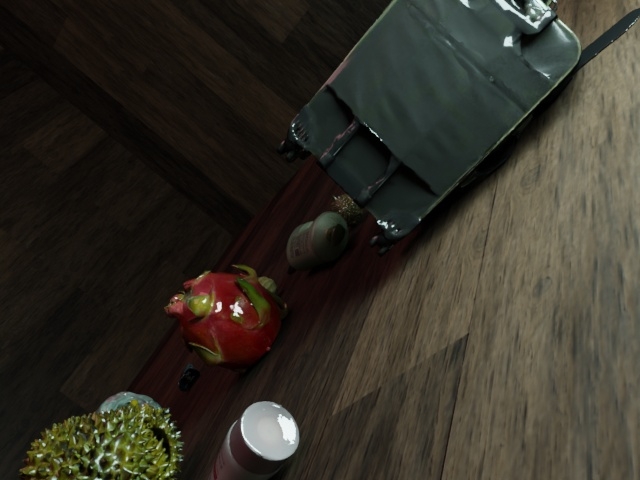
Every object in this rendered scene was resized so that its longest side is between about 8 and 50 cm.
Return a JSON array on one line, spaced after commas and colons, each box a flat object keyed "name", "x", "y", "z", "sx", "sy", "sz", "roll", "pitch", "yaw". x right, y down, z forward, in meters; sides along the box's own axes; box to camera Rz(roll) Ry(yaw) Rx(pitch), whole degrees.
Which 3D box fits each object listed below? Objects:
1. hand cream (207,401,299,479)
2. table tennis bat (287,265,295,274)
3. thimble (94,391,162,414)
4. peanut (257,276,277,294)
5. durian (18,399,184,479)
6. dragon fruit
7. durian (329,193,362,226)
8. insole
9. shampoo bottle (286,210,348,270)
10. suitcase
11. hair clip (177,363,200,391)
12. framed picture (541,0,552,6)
[{"name": "hand cream", "x": -0.116, "y": 0.313, "z": 0.902, "sx": 0.248, "sy": 0.083, "sz": 0.133, "roll": -55, "pitch": 3, "yaw": 37}, {"name": "table tennis bat", "x": -0.044, "y": 0.029, "z": 1.767, "sx": 0.095, "sy": 0.014, "sz": 0.158, "roll": -38, "pitch": 17, "yaw": 53}, {"name": "thimble", "x": -0.444, "y": 0.463, "z": 1.486, "sx": 0.149, "sy": 0.185, "sz": 0.211, "roll": -48, "pitch": 44, "yaw": 20}, {"name": "peanut", "x": -0.177, "y": 0.171, "z": 1.626, "sx": 0.194, "sy": 0.083, "sz": 0.093, "roll": -56, "pitch": 11, "yaw": -27}, {"name": "durian", "x": -0.378, "y": 0.418, "z": 1.172, "sx": 0.258, "sy": 0.258, "sz": 0.292, "roll": -45, "pitch": -17, "yaw": 26}, {"name": "dragon fruit", "x": -0.195, "y": 0.161, "z": 1.381, "sx": 0.224, "sy": 0.227, "sz": 0.224, "roll": -41, "pitch": 7, "yaw": 6}, {"name": "durian", "x": 0.056, "y": -0.071, "z": 1.490, "sx": 0.080, "sy": 0.091, "sz": 0.080, "roll": -39, "pitch": -12, "yaw": -10}, {"name": "insole", "x": 0.387, "y": -0.266, "z": 0.997, "sx": 0.232, "sy": 0.003, "sz": 0.080, "roll": -42, "pitch": 13, "yaw": 37}, {"name": "shampoo bottle", "x": 0.000, "y": 0.000, "z": 1.460, "sx": 0.234, "sy": 0.087, "sz": 0.118, "roll": -24, "pitch": 45, "yaw": 67}, {"name": "suitcase", "x": 0.169, "y": -0.211, "z": 0.985, "sx": 0.434, "sy": 0.283, "sz": 0.194, "roll": -48, "pitch": -7, "yaw": 24}, {"name": "hair clip", "x": -0.384, "y": 0.385, "z": 1.883, "sx": 0.070, "sy": 0.039, "sz": 0.229, "roll": -53, "pitch": 9, "yaw": -12}, {"name": "framed picture", "x": 0.388, "y": -0.414, "z": 1.495, "sx": 0.347, "sy": 0.016, "sz": 0.265, "roll": -53, "pitch": 11, "yaw": -19}]
